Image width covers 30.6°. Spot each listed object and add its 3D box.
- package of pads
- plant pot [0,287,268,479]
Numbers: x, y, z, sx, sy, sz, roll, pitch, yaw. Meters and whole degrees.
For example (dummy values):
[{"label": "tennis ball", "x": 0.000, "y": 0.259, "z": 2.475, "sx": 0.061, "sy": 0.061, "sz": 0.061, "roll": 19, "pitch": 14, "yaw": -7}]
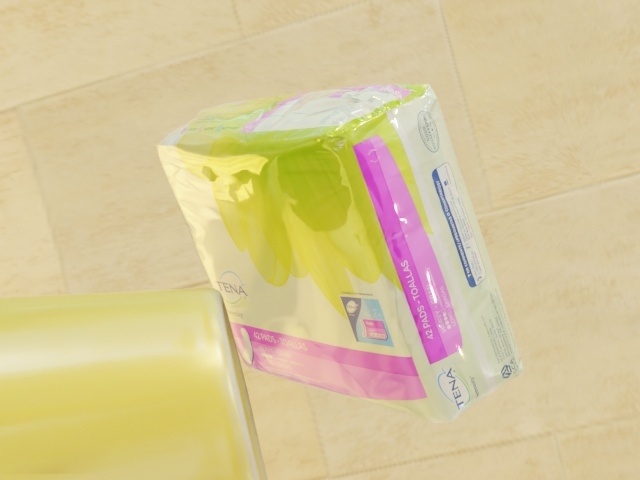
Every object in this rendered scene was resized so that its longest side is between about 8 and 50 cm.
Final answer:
[{"label": "package of pads", "x": 0.000, "y": 0.000, "z": 0.895, "sx": 0.101, "sy": 0.296, "sz": 0.229, "roll": -29, "pitch": 107, "yaw": -29}, {"label": "plant pot", "x": -0.149, "y": 0.132, "z": 0.613, "sx": 0.239, "sy": 0.254, "sz": 0.254, "roll": -13, "pitch": 90, "yaw": -4}]
